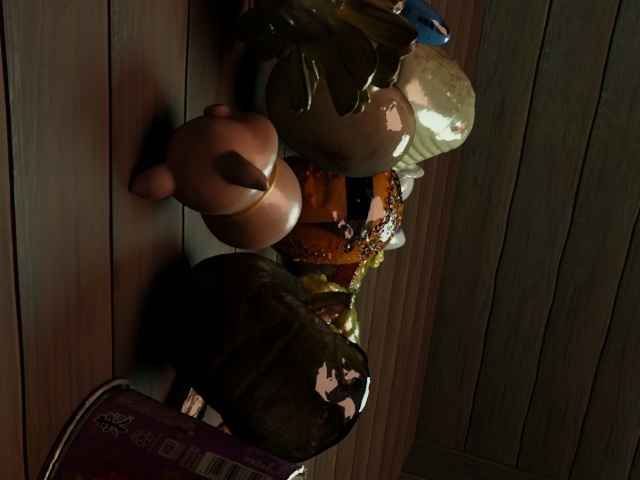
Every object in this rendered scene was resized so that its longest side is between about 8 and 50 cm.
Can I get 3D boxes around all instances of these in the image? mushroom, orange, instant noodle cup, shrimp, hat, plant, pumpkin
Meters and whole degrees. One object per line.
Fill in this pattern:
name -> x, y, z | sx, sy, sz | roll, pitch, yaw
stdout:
mushroom -> 0.033, -0.192, 1.656 | 0.178, 0.226, 0.226 | -55, 162, -10
orange -> 0.013, -0.053, 1.827 | 0.234, 0.234, 0.182 | -37, 117, -69
instant noodle cup -> -0.175, 0.367, 1.437 | 0.340, 0.265, 0.340 | 15, 90, -77
shrimp -> -0.184, 0.228, 1.726 | 0.126, 0.047, 0.223 | 101, 9, -58
hat -> 0.000, 0.000, 1.967 | 0.094, 0.162, 0.112 | -75, -170, -65
plant -> -0.010, -0.330, 1.438 | 0.261, 0.306, 0.297 | -47, 132, -4
pumpkin -> -0.077, 0.118, 1.551 | 0.242, 0.325, 0.232 | -43, 128, -2

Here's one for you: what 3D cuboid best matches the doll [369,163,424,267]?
doll -> 0.151, -0.083, 2.603 | 0.138, 0.119, 0.293 | -63, 168, -68

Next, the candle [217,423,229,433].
candle -> -0.156, 0.314, 1.956 | 0.167, 0.021, 0.026 | -25, 127, -73

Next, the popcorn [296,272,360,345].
popcorn -> -0.051, 0.163, 1.947 | 0.233, 0.192, 0.266 | -57, 138, -12

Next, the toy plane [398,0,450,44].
toy plane -> 0.066, -0.356, 1.710 | 0.105, 0.271, 0.254 | -36, -154, 55

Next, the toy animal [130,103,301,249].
toy animal -> -0.110, -0.074, 1.458 | 0.248, 0.165, 0.149 | 38, 38, -64

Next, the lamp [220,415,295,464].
lamp -> -0.098, 0.260, 1.774 | 0.151, 0.215, 0.223 | -160, -115, -85

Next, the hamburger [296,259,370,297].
hamburger -> 0.034, -0.028, 2.147 | 0.285, 0.134, 0.266 | 97, 9, -48

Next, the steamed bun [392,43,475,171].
steamed bun -> 0.092, -0.269, 1.930 | 0.290, 0.273, 0.272 | 21, 57, -61
